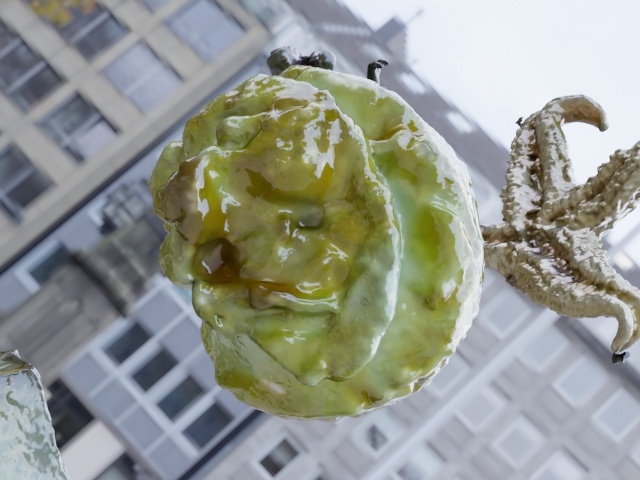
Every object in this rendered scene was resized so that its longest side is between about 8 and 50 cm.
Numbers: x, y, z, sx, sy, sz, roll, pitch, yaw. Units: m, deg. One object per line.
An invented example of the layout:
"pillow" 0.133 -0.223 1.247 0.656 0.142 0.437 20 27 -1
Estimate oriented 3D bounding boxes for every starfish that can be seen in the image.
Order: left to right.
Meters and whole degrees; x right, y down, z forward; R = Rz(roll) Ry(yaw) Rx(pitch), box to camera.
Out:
"starfish" 0.275 -0.043 1.504 0.082 0.324 0.432 47 -12 -18

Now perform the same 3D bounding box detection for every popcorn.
"popcorn" 0.000 0.000 0.938 0.221 0.204 0.183 56 -3 12

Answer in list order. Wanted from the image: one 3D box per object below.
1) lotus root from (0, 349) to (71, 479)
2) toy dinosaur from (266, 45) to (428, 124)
"lotus root" -0.279 0.158 0.867 0.210 0.314 0.142 0 -81 57
"toy dinosaur" -0.016 -0.063 1.107 0.179 0.087 0.187 -10 -64 22
